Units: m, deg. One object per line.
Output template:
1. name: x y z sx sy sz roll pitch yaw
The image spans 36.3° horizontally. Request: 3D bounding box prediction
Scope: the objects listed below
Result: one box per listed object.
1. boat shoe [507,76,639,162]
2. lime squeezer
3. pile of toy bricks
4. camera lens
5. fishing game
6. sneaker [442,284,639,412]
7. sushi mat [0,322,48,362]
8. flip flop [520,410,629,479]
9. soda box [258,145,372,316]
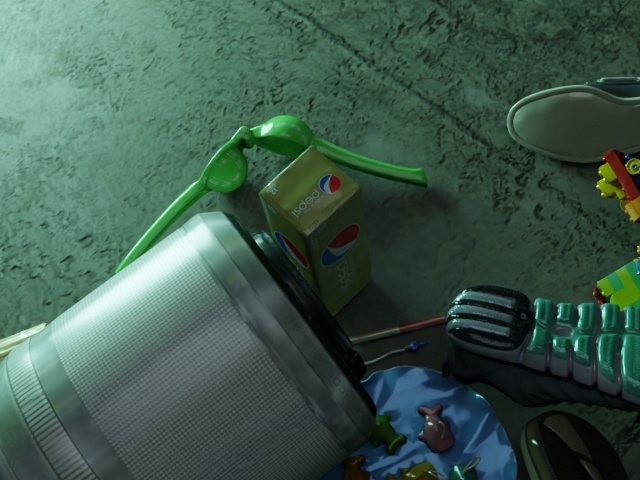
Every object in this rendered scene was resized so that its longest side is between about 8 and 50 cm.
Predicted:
1. boat shoe: 0.285 -0.121 0.943 0.206 0.075 0.065 -3 20 11
2. lime squeezer: -0.061 -0.058 0.952 0.310 0.059 0.110 -18 93 -4
3. pile of toy bricks: 0.286 0.034 0.841 0.105 0.118 0.212 -36 69 28
4. camera lens: -0.112 0.128 0.751 0.274 0.219 0.219 -36 65 -4
5. fishing game: 0.068 0.187 0.811 0.189 0.041 0.264 -12 61 -1
6. sneaker: 0.209 0.102 0.790 0.223 0.098 0.083 16 51 12
7. sushi mat: -0.381 0.191 0.872 0.316 0.019 0.151 -20 64 -4
8. flip flop: 0.201 0.261 0.735 0.112 0.080 0.277 16 43 -29
9. soda box: 0.000 0.000 0.833 0.061 0.181 0.058 -43 67 -14
